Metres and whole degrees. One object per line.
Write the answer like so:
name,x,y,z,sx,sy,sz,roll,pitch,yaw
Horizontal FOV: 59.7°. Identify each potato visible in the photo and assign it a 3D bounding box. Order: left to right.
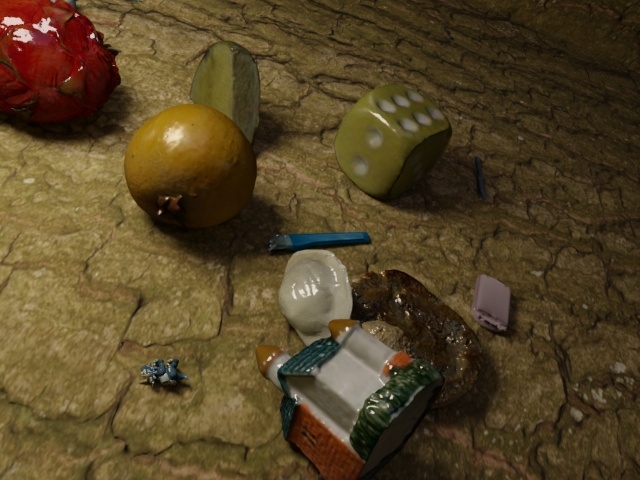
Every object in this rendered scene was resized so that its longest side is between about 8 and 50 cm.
potato,-0.212,-0.381,1.410,0.112,0.255,0.269,-17,61,-35

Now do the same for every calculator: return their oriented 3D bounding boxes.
calculator,0.436,0.156,1.419,0.100,0.032,0.175,29,44,-2

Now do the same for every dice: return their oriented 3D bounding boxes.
dice,0.196,-0.272,1.537,0.238,0.233,0.227,-28,67,-41

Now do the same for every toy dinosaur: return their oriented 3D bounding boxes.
toy dinosaur,-0.277,0.237,0.987,0.083,0.030,0.047,5,51,-22

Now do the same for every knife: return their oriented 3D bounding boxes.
knife,-0.001,0.001,1.343,0.297,0.026,0.044,-2,55,-32
knife,0.512,-0.205,1.793,0.028,0.015,0.210,23,45,-15

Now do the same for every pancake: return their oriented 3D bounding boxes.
pancake,0.183,0.208,1.225,0.357,0.065,0.355,14,45,-15

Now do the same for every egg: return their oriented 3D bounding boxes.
egg,0.112,0.215,1.082,0.140,0.116,0.118,18,25,-8

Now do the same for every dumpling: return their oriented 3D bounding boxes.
dumpling,-0.002,0.109,1.150,0.126,0.167,0.215,41,34,-31

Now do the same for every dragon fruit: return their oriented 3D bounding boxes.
dragon fruit,-0.609,-0.394,1.215,0.343,0.277,0.277,-14,59,-37

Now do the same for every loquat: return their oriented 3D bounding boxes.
loquat,-0.273,-0.150,1.170,0.275,0.274,0.274,14,46,-15

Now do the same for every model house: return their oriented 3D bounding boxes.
model house,0.024,0.257,0.982,0.301,0.271,0.190,35,44,22

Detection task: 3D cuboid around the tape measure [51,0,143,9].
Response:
tape measure,-0.663,-0.639,1.530,0.331,0.084,0.163,5,52,-22
